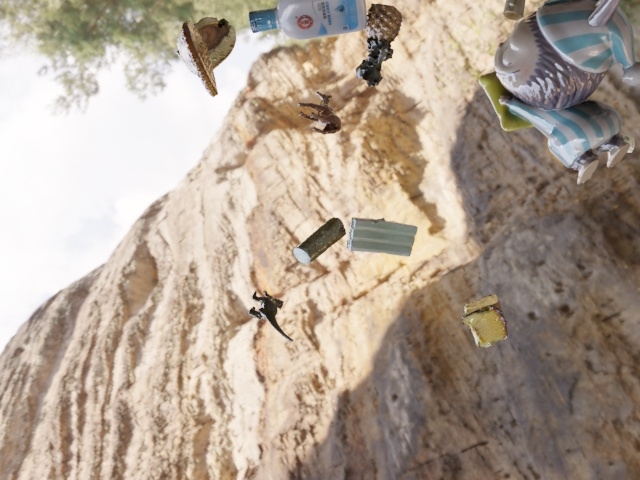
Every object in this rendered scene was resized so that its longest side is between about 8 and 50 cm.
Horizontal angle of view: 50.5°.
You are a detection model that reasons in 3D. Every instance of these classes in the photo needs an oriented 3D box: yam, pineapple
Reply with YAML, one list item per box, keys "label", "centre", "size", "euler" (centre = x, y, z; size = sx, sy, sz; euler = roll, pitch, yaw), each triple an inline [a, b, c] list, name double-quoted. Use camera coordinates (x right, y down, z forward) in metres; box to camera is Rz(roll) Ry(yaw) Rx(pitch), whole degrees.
- label: "yam"
  centre: [0.000, 0.000, 2.143]
  size: [0.078, 0.179, 0.078]
  euler: [46, 163, 19]
- label: "pineapple"
  centre: [0.170, -0.578, 2.026]
  size: [0.111, 0.237, 0.119]
  euler: [15, -168, 7]

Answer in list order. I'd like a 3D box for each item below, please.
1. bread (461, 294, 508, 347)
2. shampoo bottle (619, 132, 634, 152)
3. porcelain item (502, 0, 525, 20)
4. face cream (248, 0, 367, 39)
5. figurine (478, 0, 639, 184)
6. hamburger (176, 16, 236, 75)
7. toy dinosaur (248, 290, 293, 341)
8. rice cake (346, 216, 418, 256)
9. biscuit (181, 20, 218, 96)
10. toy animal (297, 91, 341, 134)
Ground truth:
- label: "bread"
  centre: [0.553, 0.274, 2.279]
  size: [0.160, 0.140, 0.169]
  euler: [21, -131, -72]
- label: "shampoo bottle"
  centre: [0.881, -0.305, 2.030]
  size: [0.141, 0.034, 0.049]
  euler: [14, -92, -23]
- label: "porcelain item"
  centre: [0.520, -0.685, 1.754]
  size: [0.084, 0.054, 0.213]
  euler: [-2, -76, -68]
- label: "face cream"
  centre: [-0.038, -0.654, 1.954]
  size: [0.163, 0.336, 0.080]
  euler: [79, -176, -52]
- label: "figurine"
  centre: [0.549, -0.375, 1.439]
  size: [0.361, 0.266, 0.378]
  euler: [55, 161, 22]
- label: "hamburger"
  centre: [-0.332, -0.552, 1.975]
  size: [0.155, 0.207, 0.135]
  euler: [-36, -81, -20]
- label: "toy dinosaur"
  centre: [-0.130, 0.220, 2.145]
  size: [0.178, 0.087, 0.187]
  euler: [19, -156, 14]
- label: "rice cake"
  centre: [0.211, -0.013, 2.317]
  size: [0.237, 0.127, 0.043]
  euler: [8, -171, -14]
- label: "biscuit"
  centre: [-0.265, -0.402, 1.457]
  size: [0.126, 0.025, 0.206]
  euler: [61, -172, -48]
- label: "toy animal"
  centre: [0.004, -0.426, 2.226]
  size: [0.229, 0.066, 0.224]
  euler: [-10, -131, -48]
